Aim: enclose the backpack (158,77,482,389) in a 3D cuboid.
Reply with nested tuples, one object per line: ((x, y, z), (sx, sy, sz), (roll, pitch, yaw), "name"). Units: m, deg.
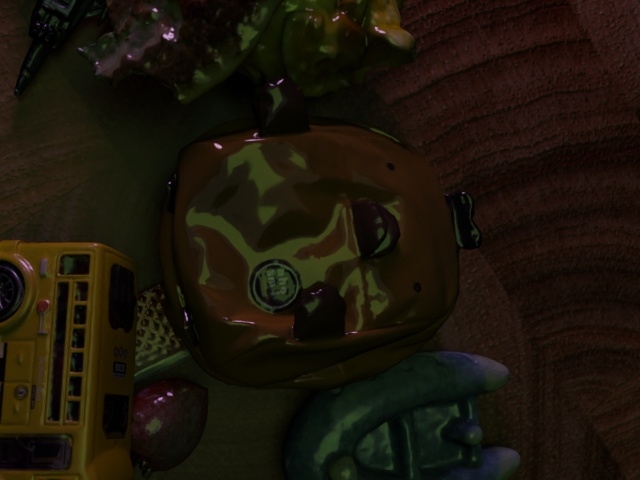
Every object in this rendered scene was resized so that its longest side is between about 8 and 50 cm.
((-0.003, -0.001, 0.942), (0.378, 0.201, 0.353), (-11, 87, -23), "backpack")

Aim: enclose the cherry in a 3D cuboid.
((-0.220, 0.246, 0.929), (0.225, 0.107, 0.090), (-42, 57, -9), "cherry")

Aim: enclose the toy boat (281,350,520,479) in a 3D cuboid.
((0.115, 0.257, 1.013), (0.330, 0.123, 0.215), (-4, 91, -18), "toy boat")

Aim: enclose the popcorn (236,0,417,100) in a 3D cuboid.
((-0.005, -0.263, 0.950), (0.235, 0.181, 0.216), (-31, 77, -31), "popcorn")

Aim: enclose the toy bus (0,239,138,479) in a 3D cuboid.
((-0.280, 0.170, 0.845), (0.151, 0.145, 0.331), (-2, 77, 8), "toy bus")

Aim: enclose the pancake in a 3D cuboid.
((-0.136, -0.357, 0.866), (0.305, 0.067, 0.426), (-8, 84, 16), "pancake")

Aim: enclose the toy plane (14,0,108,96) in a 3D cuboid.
((-0.303, -0.281, 0.929), (0.169, 0.078, 0.246), (27, 81, -15), "toy plane")

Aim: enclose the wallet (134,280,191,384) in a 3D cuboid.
((-0.165, 0.092, 0.987), (0.197, 0.020, 0.103), (-25, 95, -16), "wallet")
